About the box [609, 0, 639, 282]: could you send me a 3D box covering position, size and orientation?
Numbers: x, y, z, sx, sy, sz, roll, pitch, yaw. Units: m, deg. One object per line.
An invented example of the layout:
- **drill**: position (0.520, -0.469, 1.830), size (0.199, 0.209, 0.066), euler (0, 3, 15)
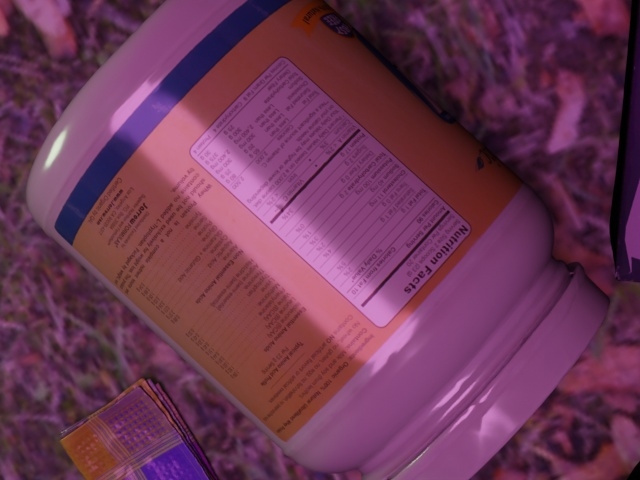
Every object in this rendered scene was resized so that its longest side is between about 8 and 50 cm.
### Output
- **box**: position (0.210, -0.113, 0.514), size (0.184, 0.103, 0.261), euler (4, 101, 9)

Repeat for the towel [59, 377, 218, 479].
- **towel**: position (-0.083, 0.112, 0.667), size (0.060, 0.009, 0.083), euler (-31, 93, 15)

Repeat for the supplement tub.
- **supplement tub**: position (0.000, 0.000, 0.557), size (0.200, 0.144, 0.144), euler (42, 106, 1)

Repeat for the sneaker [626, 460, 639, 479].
- **sneaker**: position (0.151, 0.126, 0.567), size (0.293, 0.102, 0.146), euler (-14, 81, -1)
